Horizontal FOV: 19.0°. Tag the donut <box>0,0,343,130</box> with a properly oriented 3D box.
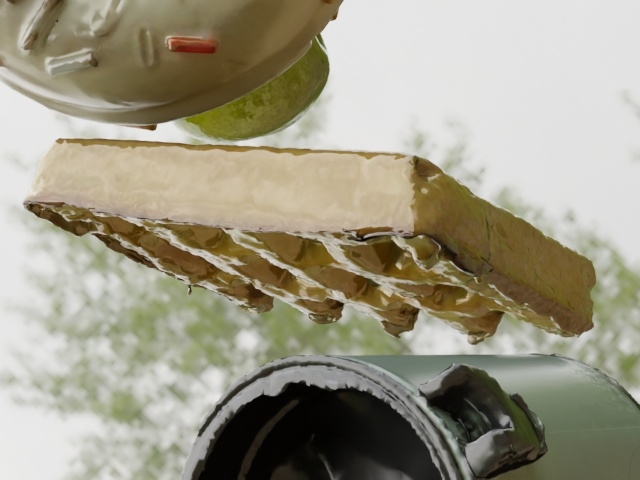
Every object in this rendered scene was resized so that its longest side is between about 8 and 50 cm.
[{"bbox_3d":[-0.138,-0.272,1.376,0.383,0.382,0.142,-53,-10,7],"label":"donut"}]

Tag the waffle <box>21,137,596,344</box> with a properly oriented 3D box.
[{"bbox_3d":[-0.001,0.001,1.389,0.304,0.348,0.078,29,-110,-55],"label":"waffle"}]

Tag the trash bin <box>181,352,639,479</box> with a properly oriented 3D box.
[{"bbox_3d":[0.071,0.179,1.189,0.277,0.217,0.262,-41,-24,27],"label":"trash bin"}]

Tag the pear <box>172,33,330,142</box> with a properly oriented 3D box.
[{"bbox_3d":[-0.100,-0.163,1.876,0.216,0.166,0.180,-30,16,7],"label":"pear"}]
